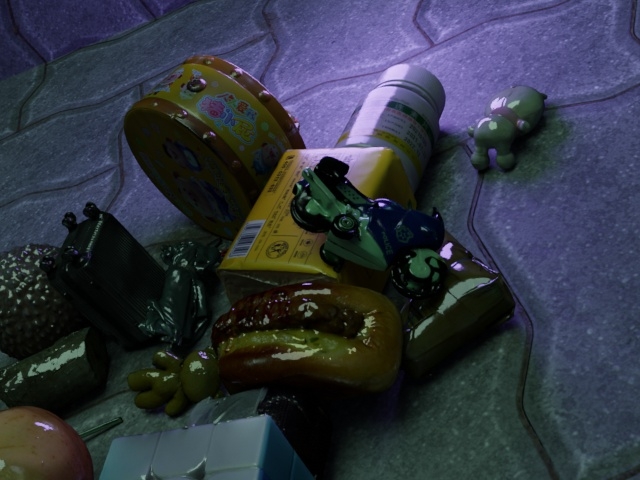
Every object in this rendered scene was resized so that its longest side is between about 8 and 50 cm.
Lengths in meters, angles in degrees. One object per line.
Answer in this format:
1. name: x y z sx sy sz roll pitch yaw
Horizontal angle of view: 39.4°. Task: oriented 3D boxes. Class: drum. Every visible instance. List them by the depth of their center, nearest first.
1. drum: -0.248 -0.219 2.132 0.431 0.431 0.214 16 54 43

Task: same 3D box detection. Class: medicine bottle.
1. medicine bottle: 0.165 -0.245 2.079 0.208 0.208 0.339 -2 44 31

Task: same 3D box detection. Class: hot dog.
1. hot dog: -0.057 0.188 1.612 0.405 0.223 0.185 -17 57 42

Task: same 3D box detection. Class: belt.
1. belt: -0.124 0.367 1.555 0.289 0.184 0.164 -13 43 27

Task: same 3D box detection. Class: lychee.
1. lychee: -0.656 0.135 2.093 0.300 0.300 0.300 -17 38 14

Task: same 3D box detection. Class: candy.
1. candy: -0.553 0.434 1.844 0.305 0.083 0.091 -22 34 -6

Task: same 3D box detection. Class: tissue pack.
1. tissue pack: 0.000 0.000 1.871 0.293 0.228 0.382 0 46 29

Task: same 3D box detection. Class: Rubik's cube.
1. Rubik's cube: -0.166 0.477 1.352 0.291 0.291 0.290 -12 39 19

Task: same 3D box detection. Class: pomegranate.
1. pomegranate: -0.540 0.472 1.600 0.338 0.338 0.338 -17 38 14

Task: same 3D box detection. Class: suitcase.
1. suitcase: -0.468 0.084 2.003 0.128 0.312 0.202 -22 36 27

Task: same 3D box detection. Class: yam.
1. yam: -0.591 0.300 1.960 0.254 0.154 0.154 -24 36 -3

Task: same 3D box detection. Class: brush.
1. brush: -0.318 0.053 2.186 0.193 0.016 0.063 -39 38 -14

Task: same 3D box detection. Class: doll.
1. doll: -0.291 0.287 1.828 0.209 0.137 0.097 -10 -3 17
2. doll: 0.430 -0.278 2.031 0.155 0.113 0.275 6 49 41

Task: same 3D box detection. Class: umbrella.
1. umbrella: -0.315 0.144 1.980 0.143 0.094 0.349 9 49 -3

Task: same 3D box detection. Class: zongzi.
1. zongzi: 0.198 0.106 1.709 0.260 0.123 0.289 -35 37 -5

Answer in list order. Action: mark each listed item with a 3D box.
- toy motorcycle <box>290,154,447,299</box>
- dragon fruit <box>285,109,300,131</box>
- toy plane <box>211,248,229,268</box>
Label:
1. toy motorcycle: 0.101 -0.027 1.653 0.331 0.125 0.196 33 53 11
2. dragon fruit: -0.126 -0.266 2.351 0.166 0.160 0.172 -52 8 29
3. toy plane: -0.232 0.040 2.131 0.145 0.037 0.060 -16 34 13
